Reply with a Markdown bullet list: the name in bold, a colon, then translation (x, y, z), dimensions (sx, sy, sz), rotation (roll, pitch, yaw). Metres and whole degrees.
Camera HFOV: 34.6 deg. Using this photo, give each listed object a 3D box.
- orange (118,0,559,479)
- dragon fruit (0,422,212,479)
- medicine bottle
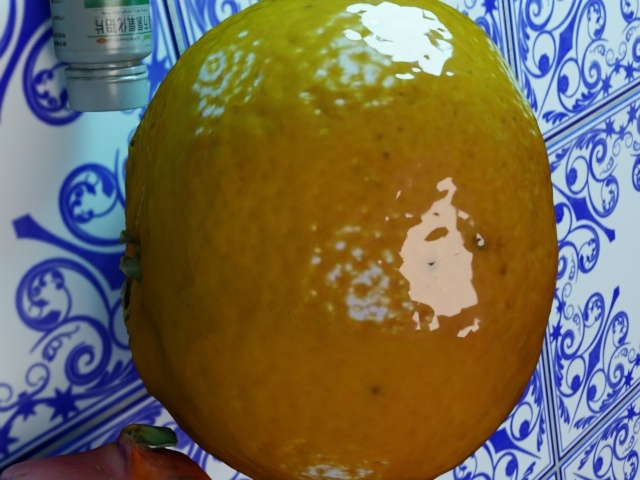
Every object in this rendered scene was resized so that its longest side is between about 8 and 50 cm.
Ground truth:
- **orange**: translation (0.000, 0.000, 0.841), dimensions (0.326, 0.424, 0.424), rotation (1, 100, -13)
- **dragon fruit**: translation (-0.150, 0.286, 0.833), dimensions (0.189, 0.290, 0.291), rotation (-18, 112, -36)
- **medicine bottle**: translation (-0.179, -0.174, 0.840), dimensions (0.080, 0.080, 0.130), rotation (-16, 110, -42)
